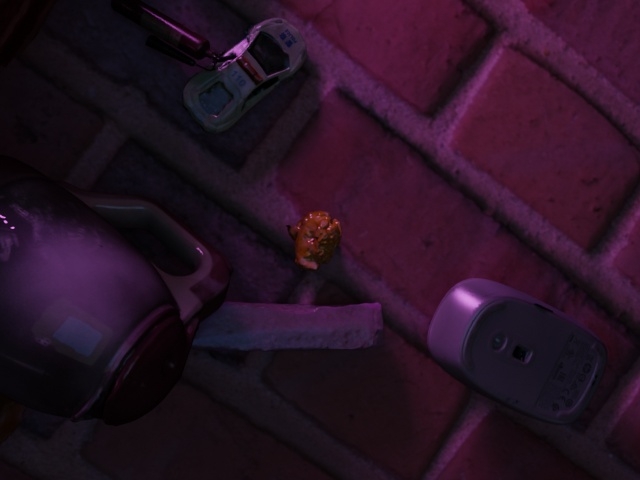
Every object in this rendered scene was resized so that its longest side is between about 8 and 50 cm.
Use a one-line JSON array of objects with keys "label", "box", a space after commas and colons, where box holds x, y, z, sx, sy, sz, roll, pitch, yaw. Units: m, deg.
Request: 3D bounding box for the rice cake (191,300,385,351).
[{"label": "rice cake", "box": [-0.107, 0.115, 0.976, 0.398, 0.064, 0.070, 2, 84, -11]}]

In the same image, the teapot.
[{"label": "teapot", "box": [-0.272, 0.056, 0.834, 0.312, 0.233, 0.315, 32, 46, 10]}]

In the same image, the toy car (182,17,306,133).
[{"label": "toy car", "box": [-0.100, -0.222, 0.948, 0.186, 0.058, 0.093, -40, 99, -4]}]

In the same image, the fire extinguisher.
[{"label": "fire extinguisher", "box": [-0.194, -0.260, 0.918, 0.173, 0.035, 0.049, 32, 98, 8]}]

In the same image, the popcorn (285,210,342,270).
[{"label": "popcorn", "box": [0.000, 0.000, 0.986, 0.084, 0.084, 0.084, -1, 96, -10]}]

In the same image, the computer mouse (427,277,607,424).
[{"label": "computer mouse", "box": [0.279, 0.157, 1.036, 0.288, 0.097, 0.160, 26, 89, -23]}]

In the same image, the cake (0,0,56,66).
[{"label": "cake", "box": [-0.385, -0.346, 0.758, 0.255, 0.290, 0.282, 36, 97, -12]}]

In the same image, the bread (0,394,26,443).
[{"label": "bread", "box": [-0.490, 0.214, 0.836, 0.195, 0.246, 0.176, -44, 82, 15]}]
